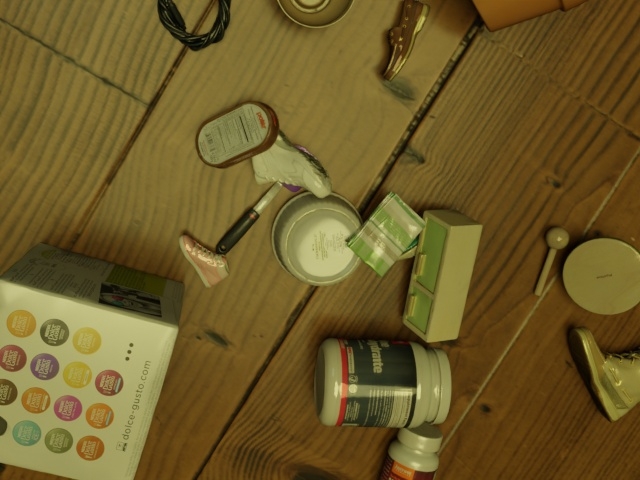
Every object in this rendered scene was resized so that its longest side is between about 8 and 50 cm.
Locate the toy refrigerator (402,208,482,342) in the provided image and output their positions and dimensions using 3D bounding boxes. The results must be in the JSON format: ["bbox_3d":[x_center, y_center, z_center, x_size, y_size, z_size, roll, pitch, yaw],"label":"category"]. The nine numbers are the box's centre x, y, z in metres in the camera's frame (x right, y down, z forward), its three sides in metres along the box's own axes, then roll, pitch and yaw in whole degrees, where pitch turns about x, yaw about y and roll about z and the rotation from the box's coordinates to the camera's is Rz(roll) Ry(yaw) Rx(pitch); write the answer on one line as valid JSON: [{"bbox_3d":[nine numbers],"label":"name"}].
[{"bbox_3d":[0.257,0.076,1.774,0.094,0.102,0.270,-4,114,-29],"label":"toy refrigerator"}]

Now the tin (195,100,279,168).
[{"bbox_3d":[-0.172,-0.214,1.675,0.189,0.040,0.106,-22,86,23],"label":"tin"}]

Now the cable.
[{"bbox_3d":[-0.255,-0.476,1.647,0.150,0.047,0.185,5,102,-9],"label":"cable"}]

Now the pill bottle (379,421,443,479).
[{"bbox_3d":[0.203,0.533,1.887,0.121,0.121,0.221,13,100,-10],"label":"pill bottle"}]

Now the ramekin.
[{"bbox_3d":[0.000,0.000,1.752,0.207,0.109,0.207,-2,102,-7],"label":"ramekin"}]

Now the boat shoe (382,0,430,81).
[{"bbox_3d":[0.167,-0.419,1.712,0.060,0.064,0.178,24,91,-7],"label":"boat shoe"}]

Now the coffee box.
[{"bbox_3d":[-0.477,0.233,1.618,0.334,0.338,0.338,17,99,-10],"label":"coffee box"}]

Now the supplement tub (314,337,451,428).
[{"bbox_3d":[0.131,0.313,1.794,0.272,0.191,0.191,3,101,-9],"label":"supplement tub"}]

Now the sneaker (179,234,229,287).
[{"bbox_3d":[-0.242,0.033,1.750,0.070,0.051,0.134,-25,112,13],"label":"sneaker"}]

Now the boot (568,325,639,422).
[{"bbox_3d":[0.710,0.276,1.914,0.203,0.095,0.262,-29,106,-1],"label":"boot"}]

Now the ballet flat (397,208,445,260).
[{"bbox_3d":[0.227,0.000,1.812,0.168,0.057,0.052,-40,114,2],"label":"ballet flat"}]

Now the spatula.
[{"bbox_3d":[-0.123,-0.080,1.757,0.084,0.030,0.296,42,94,-10],"label":"spatula"}]

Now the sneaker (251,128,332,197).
[{"bbox_3d":[-0.077,-0.148,1.697,0.232,0.090,0.115,42,103,19],"label":"sneaker"}]

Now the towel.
[{"bbox_3d":[0.140,-0.012,1.712,0.113,0.023,0.152,42,84,-20],"label":"towel"}]

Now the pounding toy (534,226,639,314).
[{"bbox_3d":[0.625,0.059,1.869,0.236,0.110,0.183,14,113,19],"label":"pounding toy"}]

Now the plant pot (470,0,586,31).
[{"bbox_3d":[0.374,-0.548,1.615,0.203,0.291,0.291,-31,105,16],"label":"plant pot"}]

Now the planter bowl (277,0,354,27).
[{"bbox_3d":[-0.016,-0.506,1.641,0.162,0.109,0.162,-2,102,-8],"label":"planter bowl"}]
